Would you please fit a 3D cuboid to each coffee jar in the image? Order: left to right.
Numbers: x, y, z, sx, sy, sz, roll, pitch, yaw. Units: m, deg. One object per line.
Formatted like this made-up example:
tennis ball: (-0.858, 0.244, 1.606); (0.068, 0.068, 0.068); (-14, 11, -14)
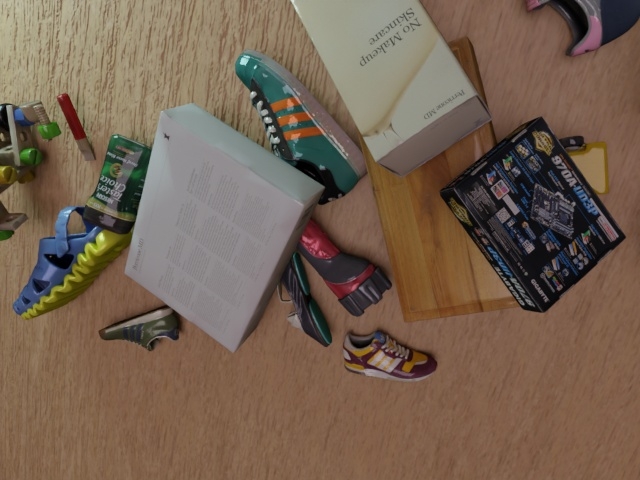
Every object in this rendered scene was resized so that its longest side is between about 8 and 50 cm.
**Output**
coffee jar: (-0.391, -0.108, 0.933); (0.096, 0.079, 0.184); (22, 93, -1)

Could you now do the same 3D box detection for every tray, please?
tray: (0.191, -0.086, 0.772); (0.202, 0.076, 0.411); (-14, 89, 27)

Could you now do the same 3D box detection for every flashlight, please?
flashlight: (0.000, 0.000, 0.886); (0.103, 0.103, 0.304); (-40, 92, -6)

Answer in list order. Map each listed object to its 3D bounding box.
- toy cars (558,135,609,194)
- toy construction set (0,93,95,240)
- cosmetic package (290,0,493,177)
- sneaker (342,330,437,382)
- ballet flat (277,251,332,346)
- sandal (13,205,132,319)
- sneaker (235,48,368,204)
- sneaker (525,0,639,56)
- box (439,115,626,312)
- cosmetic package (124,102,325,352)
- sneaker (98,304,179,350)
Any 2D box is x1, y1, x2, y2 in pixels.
toy cars: (0.296, -0.037, 0.816); (0.176, 0.087, 0.394); (48, 114, 14)
toy construction set: (-0.619, -0.141, 0.961); (0.308, 0.257, 0.237); (-16, 120, -6)
cosmetic package: (0.097, -0.270, 0.695); (0.160, 0.113, 0.309); (-33, 70, 23)
sneaker: (0.134, 0.222, 0.928); (0.185, 0.069, 0.084); (0, 110, 12)
ballet flat: (-0.042, 0.122, 0.943); (0.074, 0.074, 0.203); (-21, 93, 17)
sandal: (-0.550, 0.043, 1.019); (0.317, 0.126, 0.138); (-42, 91, 10)
sneaker: (-0.055, -0.192, 0.825); (0.121, 0.108, 0.302); (-45, 93, -6)
sneaker: (0.336, -0.418, 0.689); (0.131, 0.112, 0.319); (-40, 92, 16)
box: (0.303, -0.036, 0.676); (0.175, 0.051, 0.220); (-39, 95, -10)
cosmetic package: (-0.195, -0.011, 0.873); (0.284, 0.097, 0.377); (33, 124, 7)
sneaker: (-0.397, 0.209, 1.049); (0.192, 0.064, 0.086); (-19, 95, 14)
